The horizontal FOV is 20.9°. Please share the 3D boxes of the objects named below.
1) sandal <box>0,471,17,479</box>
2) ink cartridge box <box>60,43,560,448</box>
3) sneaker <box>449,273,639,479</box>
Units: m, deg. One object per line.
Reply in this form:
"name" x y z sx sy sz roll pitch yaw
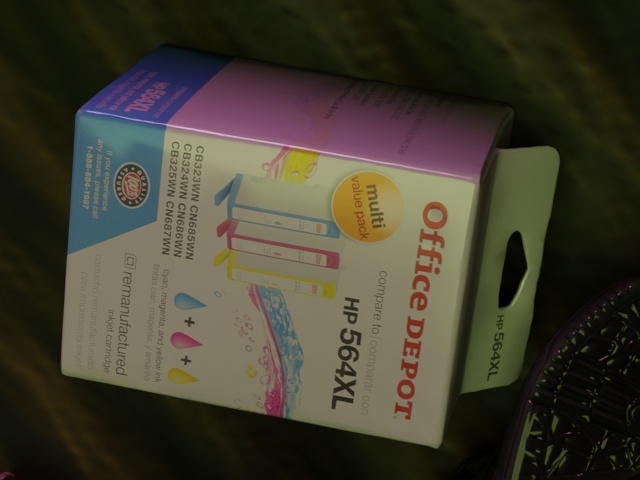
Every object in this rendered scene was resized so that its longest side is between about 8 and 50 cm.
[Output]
"sandal" -0.099 0.123 0.648 0.240 0.088 0.079 -15 73 10
"ink cartridge box" 0.000 0.000 0.562 0.143 0.090 0.092 10 110 10
"sneaker" 0.068 0.085 0.582 0.051 0.089 0.170 24 93 -8
